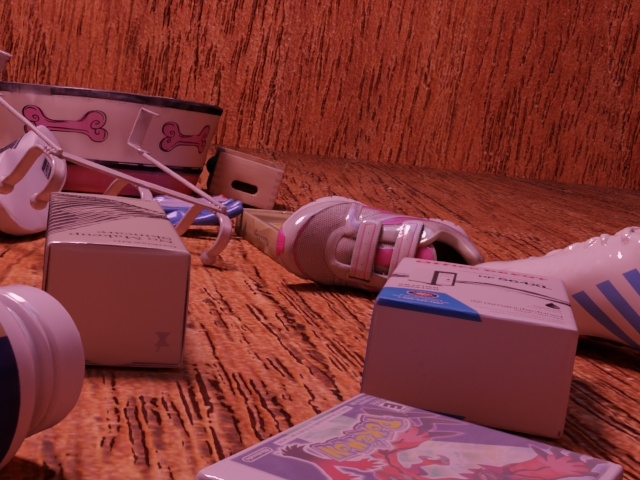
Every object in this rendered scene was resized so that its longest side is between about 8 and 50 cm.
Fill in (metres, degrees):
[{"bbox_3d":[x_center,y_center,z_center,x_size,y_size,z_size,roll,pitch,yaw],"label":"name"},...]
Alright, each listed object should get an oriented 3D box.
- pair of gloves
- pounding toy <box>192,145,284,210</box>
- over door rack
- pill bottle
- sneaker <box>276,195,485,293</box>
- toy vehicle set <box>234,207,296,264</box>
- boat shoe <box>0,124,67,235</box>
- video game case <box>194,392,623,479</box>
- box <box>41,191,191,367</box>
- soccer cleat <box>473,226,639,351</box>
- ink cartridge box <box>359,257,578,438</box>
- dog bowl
[{"bbox_3d":[-0.197,-0.045,1.469,0.159,0.023,0.198,-7,14,-15],"label":"pair of gloves"},{"bbox_3d":[-0.147,-0.097,1.762,0.141,0.100,0.130,16,8,-10],"label":"pounding toy"},{"bbox_3d":[-0.269,-0.089,1.258,0.239,0.108,0.324,20,19,-37],"label":"over door rack"},{"bbox_3d":[-0.206,0.074,0.507,0.112,0.112,0.186,11,10,25],"label":"pill bottle"},{"bbox_3d":[0.077,0.011,1.165,0.252,0.103,0.111,3,8,-20],"label":"sneaker"},{"bbox_3d":[0.000,0.000,1.384,0.166,0.035,0.267,4,9,-20],"label":"toy vehicle set"},{"bbox_3d":[-0.400,-0.068,1.332,0.102,0.108,0.301,-24,22,4],"label":"boat shoe"},{"bbox_3d":[0.059,0.138,0.596,0.183,0.023,0.201,12,10,27],"label":"video game case"},{"bbox_3d":[-0.181,0.025,0.894,0.113,0.094,0.275,4,9,-16],"label":"box"},{"bbox_3d":[0.283,0.039,1.009,0.331,0.143,0.116,14,12,41],"label":"soccer cleat"},{"bbox_3d":[0.120,0.076,0.834,0.148,0.086,0.203,8,10,8],"label":"ink cartridge box"},{"bbox_3d":[-0.364,-0.157,1.657,0.407,0.150,0.408,5,4,0],"label":"dog bowl"}]
